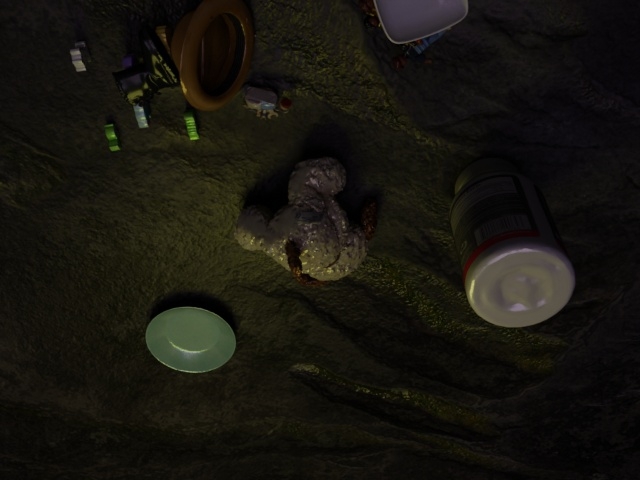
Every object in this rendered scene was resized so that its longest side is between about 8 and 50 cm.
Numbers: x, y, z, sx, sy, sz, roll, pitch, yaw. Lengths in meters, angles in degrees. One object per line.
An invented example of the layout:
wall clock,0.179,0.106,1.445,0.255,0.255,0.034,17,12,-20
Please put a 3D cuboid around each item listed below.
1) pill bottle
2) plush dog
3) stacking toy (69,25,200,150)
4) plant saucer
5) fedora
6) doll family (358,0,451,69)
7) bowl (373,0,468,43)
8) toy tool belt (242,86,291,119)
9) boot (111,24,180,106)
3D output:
pill bottle,0.322,-0.013,1.375,0.177,0.318,0.176,0,126,0
plush dog,0.000,0.000,1.483,0.262,0.210,0.225,-40,140,24
stacking toy,-0.318,-0.257,1.361,0.167,0.052,0.221,-7,126,5
plant saucer,-0.280,0.207,1.707,0.195,0.037,0.194,0,127,0
fedora,-0.187,-0.312,1.280,0.079,0.194,0.194,23,132,28
doll family,0.130,-0.357,1.273,0.193,0.076,0.111,42,97,-21
bowl,0.144,-0.384,1.197,0.142,0.053,0.142,-21,114,-3
toy tool belt,-0.095,-0.240,1.382,0.083,0.052,0.051,14,156,-6
boot,-0.295,-0.283,1.285,0.099,0.045,0.121,-19,131,12
